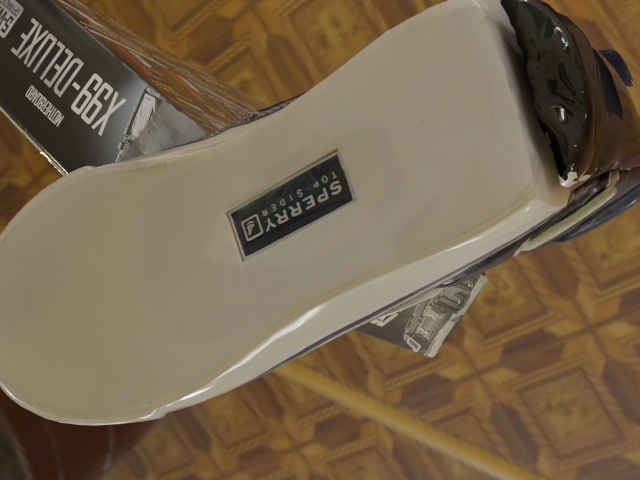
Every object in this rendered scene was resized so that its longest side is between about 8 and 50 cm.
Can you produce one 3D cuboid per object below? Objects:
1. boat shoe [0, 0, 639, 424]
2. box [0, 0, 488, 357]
[{"bbox_3d":[0.000,0.000,0.590,0.340,0.158,0.127,-20,79,33],"label":"boat shoe"},{"bbox_3d":[-0.058,-0.046,0.820,0.242,0.307,0.076,41,101,37],"label":"box"}]
